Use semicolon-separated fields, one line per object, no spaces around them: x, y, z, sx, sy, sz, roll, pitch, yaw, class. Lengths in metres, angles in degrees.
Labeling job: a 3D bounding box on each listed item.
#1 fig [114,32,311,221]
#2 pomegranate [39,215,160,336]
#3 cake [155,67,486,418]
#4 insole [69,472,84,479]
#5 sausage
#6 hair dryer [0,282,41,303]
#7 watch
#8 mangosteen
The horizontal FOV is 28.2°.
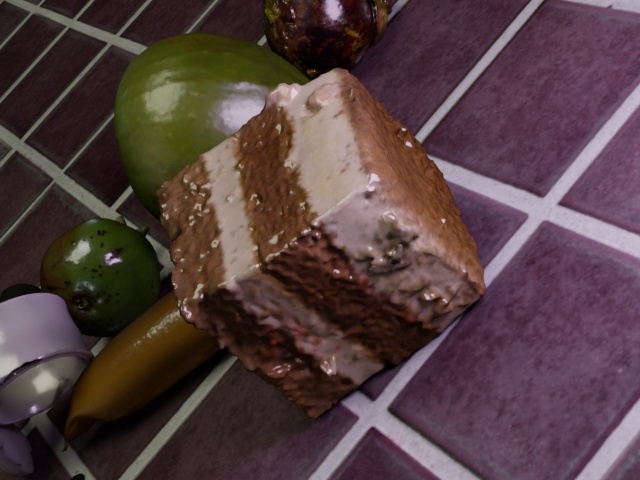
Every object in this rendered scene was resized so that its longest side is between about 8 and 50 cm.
-0.135;-0.157;1.838;0.316;0.316;0.316;-30;34;23;fig
-0.321;0.042;1.921;0.181;0.181;0.224;-34;17;18;pomegranate
0.000;0.000;1.480;0.290;0.256;0.282;-36;39;18;cake
-0.362;0.381;1.721;0.053;0.002;0.152;-6;48;46;insole
-0.248;0.172;1.740;0.328;0.112;0.112;-40;31;14;sausage
-0.545;0.202;2.076;0.251;0.089;0.197;-38;32;24;hair dryer
-0.419;0.193;1.789;0.217;0.248;0.211;-33;68;1;watch
0.019;-0.352;1.989;0.217;0.192;0.192;-17;15;-35;mangosteen
